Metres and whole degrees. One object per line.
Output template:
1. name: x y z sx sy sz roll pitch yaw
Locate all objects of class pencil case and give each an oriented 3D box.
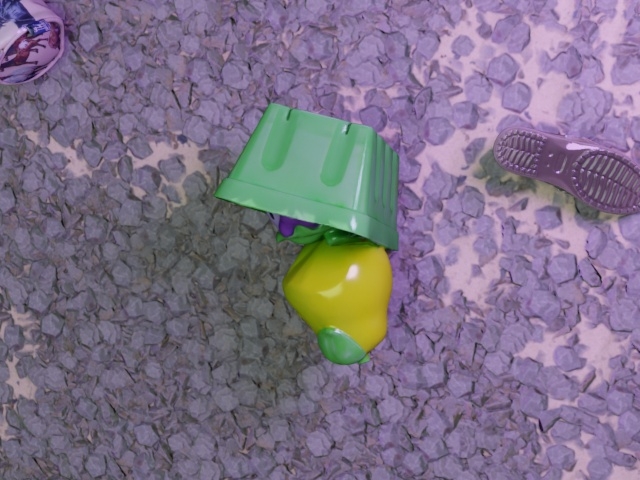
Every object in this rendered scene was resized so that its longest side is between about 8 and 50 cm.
1. pencil case: -0.646 -0.468 1.845 0.410 0.183 0.160 46 109 5

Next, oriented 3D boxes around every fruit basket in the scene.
1. fruit basket: 0.000 0.000 1.642 0.282 0.392 0.392 16 104 13

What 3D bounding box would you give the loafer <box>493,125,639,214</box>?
1. loafer: 0.403 -0.124 1.649 0.268 0.092 0.102 22 108 -5
